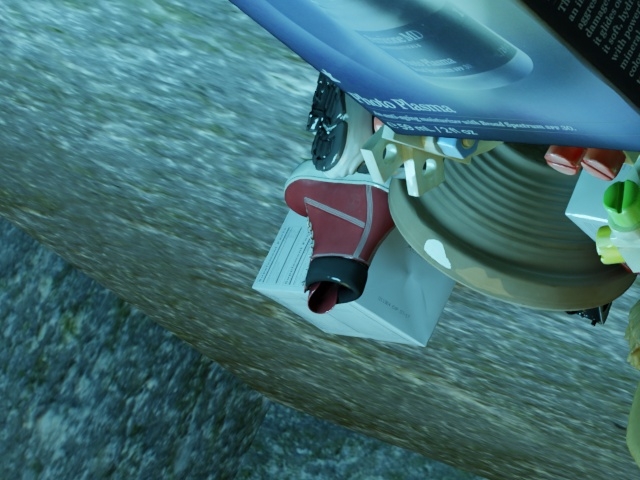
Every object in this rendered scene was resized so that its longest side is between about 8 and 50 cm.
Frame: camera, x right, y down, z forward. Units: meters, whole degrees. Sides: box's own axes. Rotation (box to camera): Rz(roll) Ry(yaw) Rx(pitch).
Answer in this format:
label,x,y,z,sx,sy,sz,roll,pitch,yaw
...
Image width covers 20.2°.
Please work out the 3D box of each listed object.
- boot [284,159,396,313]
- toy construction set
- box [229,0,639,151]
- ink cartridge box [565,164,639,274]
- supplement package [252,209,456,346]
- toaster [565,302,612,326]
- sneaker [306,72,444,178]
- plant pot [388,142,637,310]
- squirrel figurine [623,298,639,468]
label,x,y,z,sx,sy,sz,roll,pitch,yaw
boot,0.000,0.000,2.126,0.088,0.176,0.244,30,168,-25
toy construction set,0.204,-0.066,1.359,0.328,0.215,0.151,21,162,27
box,0.077,-0.205,1.144,0.294,0.182,0.296,36,164,-33
ink cartridge box,0.318,-0.036,1.450,0.176,0.127,0.128,15,165,41
supplement package,0.046,0.039,2.279,0.139,0.134,0.244,33,166,-28
toaster,0.220,-0.008,1.803,0.186,0.110,0.168,22,166,19
sneaker,0.049,-0.116,1.549,0.108,0.100,0.271,12,-156,-8
plant pot,0.187,-0.054,1.579,0.237,0.237,0.109,24,125,10
squirrel figurine,0.480,0.175,1.700,0.370,0.281,0.397,34,-178,-18
